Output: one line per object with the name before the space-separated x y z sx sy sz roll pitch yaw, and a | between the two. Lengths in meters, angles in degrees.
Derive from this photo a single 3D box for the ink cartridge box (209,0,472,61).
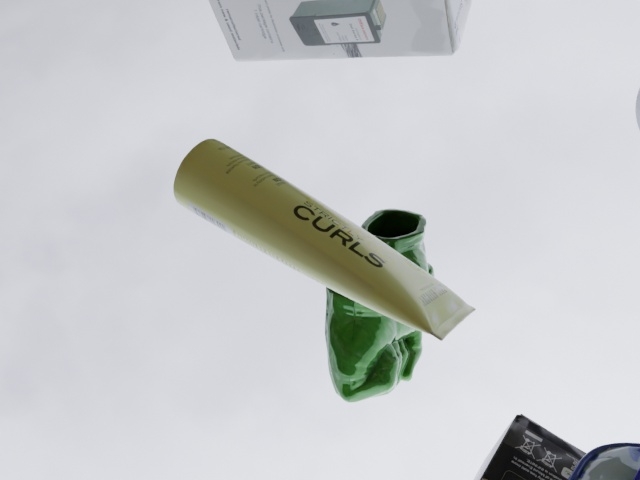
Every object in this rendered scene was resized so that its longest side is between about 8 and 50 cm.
ink cartridge box | 0.036 -0.334 0.869 0.289 0.122 0.211 4 -125 21

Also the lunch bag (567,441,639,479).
lunch bag | 0.154 0.181 0.280 0.176 0.090 0.219 5 -152 42

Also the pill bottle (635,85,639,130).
pill bottle | 0.449 -0.150 0.810 0.153 0.153 0.265 -21 -170 21

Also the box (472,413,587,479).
box | 0.206 0.303 0.339 0.394 0.097 0.318 30 -144 19

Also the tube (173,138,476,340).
tube | 0.000 0.000 0.527 0.240 0.062 0.070 31 -120 20

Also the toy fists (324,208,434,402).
toy fists | 0.075 0.074 0.803 0.096 0.142 0.279 7 -155 14
